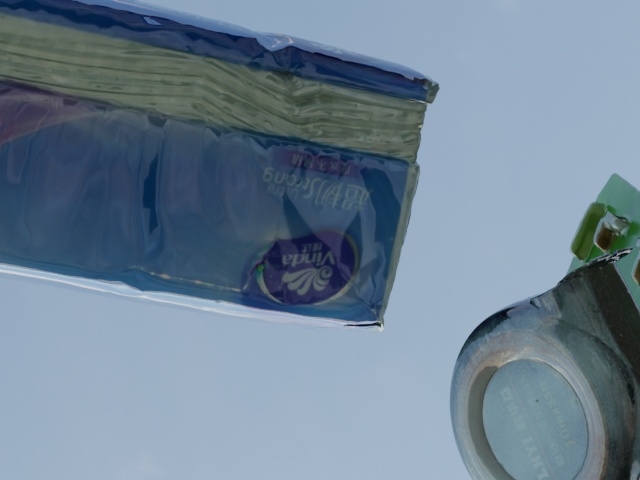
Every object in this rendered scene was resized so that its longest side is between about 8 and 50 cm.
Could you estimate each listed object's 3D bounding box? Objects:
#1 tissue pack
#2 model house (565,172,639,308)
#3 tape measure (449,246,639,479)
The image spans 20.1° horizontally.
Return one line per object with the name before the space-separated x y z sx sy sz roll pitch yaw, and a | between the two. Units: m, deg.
tissue pack | -0.108 -0.047 0.895 0.263 0.198 0.146 11 -88 -20
model house | 0.348 0.065 1.201 0.323 0.300 0.340 20 -80 -11
tape measure | 0.135 0.046 0.754 0.104 0.107 0.180 54 -135 2
